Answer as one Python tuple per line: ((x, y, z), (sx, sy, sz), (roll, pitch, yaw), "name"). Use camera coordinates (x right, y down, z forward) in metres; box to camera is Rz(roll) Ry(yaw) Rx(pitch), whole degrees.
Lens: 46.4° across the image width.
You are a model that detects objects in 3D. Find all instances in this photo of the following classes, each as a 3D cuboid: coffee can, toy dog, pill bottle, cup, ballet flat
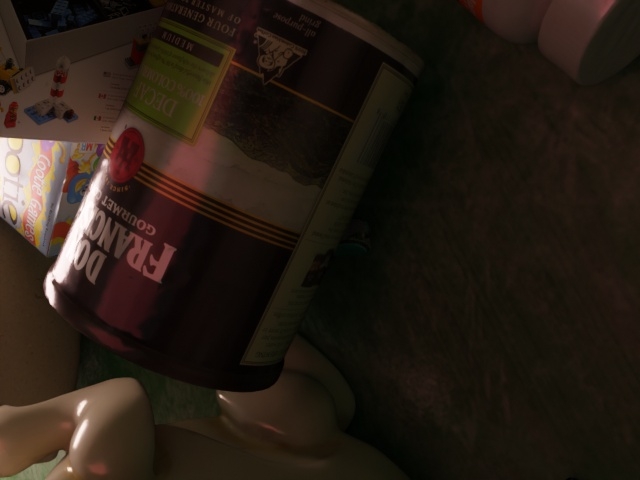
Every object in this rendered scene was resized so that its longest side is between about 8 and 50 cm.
((-0.067, -0.053, 0.587), (0.201, 0.201, 0.276), (30, 99, 33), "coffee can")
((-0.121, 0.272, 0.557), (0.395, 0.407, 0.285), (32, 113, 33), "toy dog")
((0.130, -0.211, 0.500), (0.221, 0.121, 0.121), (51, 122, 24), "pill bottle")
((-0.413, 0.081, 0.867), (0.331, 0.331, 0.237), (15, 78, 37), "cup")
((0.000, 0.000, 0.680), (0.114, 0.041, 0.041), (-12, 86, 38), "ballet flat")

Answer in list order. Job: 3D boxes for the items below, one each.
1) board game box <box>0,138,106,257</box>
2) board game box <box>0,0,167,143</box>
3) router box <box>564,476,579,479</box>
((-0.305, -0.109, 0.842), (0.275, 0.144, 0.142), (31, 112, 32), "board game box")
((-0.154, -0.175, 0.613), (0.053, 0.305, 0.193), (31, 112, 36), "board game box")
((0.153, 0.272, 0.514), (0.046, 0.133, 0.179), (13, 102, 38), "router box")
